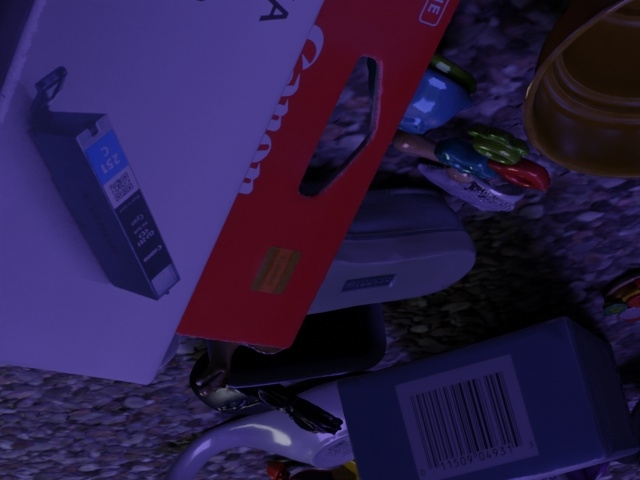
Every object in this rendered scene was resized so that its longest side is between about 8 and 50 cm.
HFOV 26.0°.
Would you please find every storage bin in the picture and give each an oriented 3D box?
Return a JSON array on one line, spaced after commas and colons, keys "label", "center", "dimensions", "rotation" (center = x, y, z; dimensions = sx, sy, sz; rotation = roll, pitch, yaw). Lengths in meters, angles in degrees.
[{"label": "storage bin", "center": [-0.025, 0.057, 1.089], "dimensions": [0.135, 0.098, 0.091], "rotation": [-8, 180, -6]}]

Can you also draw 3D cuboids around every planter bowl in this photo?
[{"label": "planter bowl", "center": [0.213, -0.129, 0.799], "dimensions": [0.217, 0.090, 0.217], "rotation": [-8, 152, -4]}]

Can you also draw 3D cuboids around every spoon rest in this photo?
[{"label": "spoon rest", "center": [-0.045, 0.203, 1.380], "dimensions": [0.276, 0.084, 0.137], "rotation": [-30, 150, 9]}]

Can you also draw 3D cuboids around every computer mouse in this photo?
[{"label": "computer mouse", "center": [-0.051, 0.134, 1.136], "dimensions": [0.071, 0.041, 0.242], "rotation": [36, 169, -21]}]

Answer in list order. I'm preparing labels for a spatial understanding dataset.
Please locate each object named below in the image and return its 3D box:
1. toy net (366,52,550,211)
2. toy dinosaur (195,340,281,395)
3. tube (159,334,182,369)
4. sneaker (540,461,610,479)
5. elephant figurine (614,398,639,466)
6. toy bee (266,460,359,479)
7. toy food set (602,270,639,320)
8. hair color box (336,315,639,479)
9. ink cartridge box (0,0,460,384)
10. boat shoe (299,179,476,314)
[{"label": "toy net", "center": [0.105, -0.062, 0.903], "dimensions": [0.122, 0.045, 0.232], "rotation": [21, 174, 22]}, {"label": "toy dinosaur", "center": [-0.041, 0.035, 1.025], "dimensions": [0.183, 0.093, 0.053], "rotation": [-41, -164, -19]}, {"label": "tube", "center": [-0.132, 0.060, 0.982], "dimensions": [0.070, 0.062, 0.240], "rotation": [6, 177, -9]}, {"label": "sneaker", "center": [0.257, 0.266, 1.490], "dimensions": [0.102, 0.161, 0.282], "rotation": [-22, 153, 20]}, {"label": "elephant figurine", "center": [0.375, 0.209, 1.407], "dimensions": [0.186, 0.169, 0.239], "rotation": [-4, 149, -23]}, {"label": "toy bee", "center": [0.023, 0.278, 1.481], "dimensions": [0.298, 0.162, 0.195], "rotation": [-25, 152, -27]}, {"label": "toy food set", "center": [0.294, 0.049, 1.240], "dimensions": [0.083, 0.020, 0.082], "rotation": [14, 144, -39]}, {"label": "hair color box", "center": [0.160, 0.154, 1.192], "dimensions": [0.185, 0.114, 0.374], "rotation": [-17, 168, 14]}, {"label": "ink cartridge box", "center": [-0.047, -0.066, 0.702], "dimensions": [0.261, 0.066, 0.296], "rotation": [12, 112, -36]}, {"label": "boat shoe", "center": [0.001, -0.001, 0.980], "dimensions": [0.227, 0.081, 0.079], "rotation": [-3, 145, -29]}]
